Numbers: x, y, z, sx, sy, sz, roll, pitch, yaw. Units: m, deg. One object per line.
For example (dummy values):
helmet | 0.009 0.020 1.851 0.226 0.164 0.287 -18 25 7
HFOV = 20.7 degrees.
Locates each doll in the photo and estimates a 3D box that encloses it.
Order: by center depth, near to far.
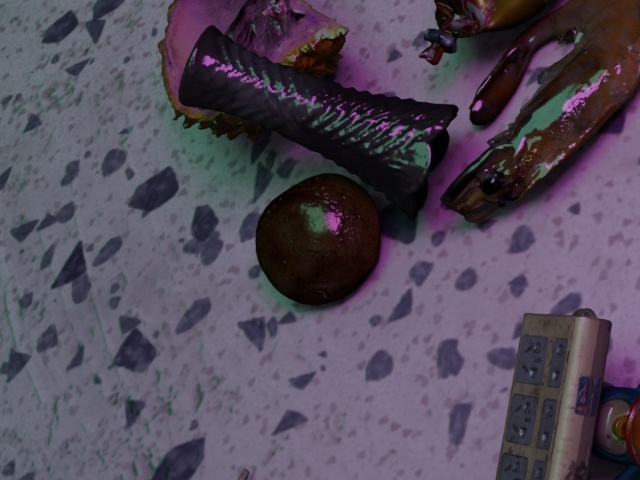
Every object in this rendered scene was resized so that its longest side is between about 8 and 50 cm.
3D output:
doll | 0.254 0.141 1.283 0.152 0.085 0.114 6 91 53

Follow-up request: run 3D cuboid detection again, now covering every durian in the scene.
durian | -0.071 -0.195 1.761 0.191 0.112 0.341 -56 34 12

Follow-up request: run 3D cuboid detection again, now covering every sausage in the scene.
sausage | 0.189 -0.288 1.578 0.317 0.117 0.125 -51 49 3

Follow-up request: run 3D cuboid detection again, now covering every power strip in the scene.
power strip | 0.165 0.180 1.318 0.092 0.034 0.268 0 78 65

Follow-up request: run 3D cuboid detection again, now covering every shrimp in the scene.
shrimp | 0.190 -0.130 1.531 0.253 0.058 0.173 -44 36 6

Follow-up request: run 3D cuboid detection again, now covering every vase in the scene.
vase | -0.005 -0.113 1.557 0.237 0.115 0.115 22 77 6

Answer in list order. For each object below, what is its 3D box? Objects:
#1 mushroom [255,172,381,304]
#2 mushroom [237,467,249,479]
mushroom | 0.000 0.000 1.602 0.127 0.087 0.127 -2 86 33
mushroom | -0.078 0.337 1.482 0.068 0.043 0.306 7 65 16
